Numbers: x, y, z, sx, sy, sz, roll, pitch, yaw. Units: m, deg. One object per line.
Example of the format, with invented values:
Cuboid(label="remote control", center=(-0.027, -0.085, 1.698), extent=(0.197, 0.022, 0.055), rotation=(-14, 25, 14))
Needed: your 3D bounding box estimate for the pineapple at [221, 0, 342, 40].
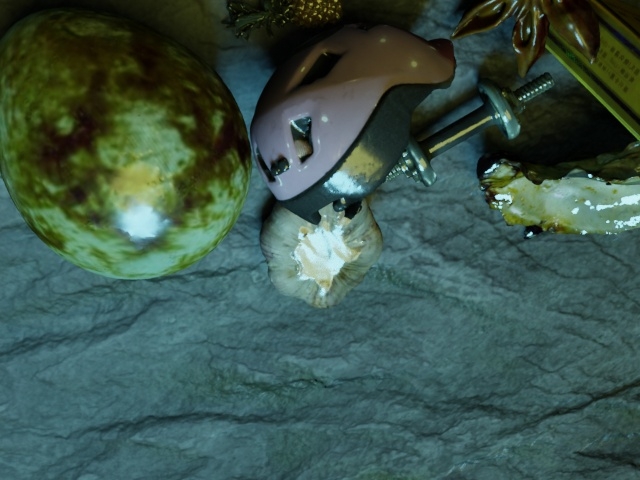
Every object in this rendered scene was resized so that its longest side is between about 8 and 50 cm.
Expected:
Cuboid(label="pineapple", center=(-0.041, -0.244, 1.135), extent=(0.124, 0.058, 0.058), rotation=(-10, 126, -9))

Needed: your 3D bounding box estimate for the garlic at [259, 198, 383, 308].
Cuboid(label="garlic", center=(0.000, 0.000, 1.290), extent=(0.147, 0.102, 0.159), rotation=(4, 111, -7))

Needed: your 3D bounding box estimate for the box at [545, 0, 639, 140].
Cuboid(label="box", center=(0.392, -0.164, 1.191), extent=(0.193, 0.301, 0.084), rotation=(13, 120, -29))

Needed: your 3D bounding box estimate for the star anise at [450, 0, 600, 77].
Cuboid(label="star anise", center=(0.234, -0.277, 1.173), extent=(0.212, 0.111, 0.196), rotation=(-15, 97, 15))

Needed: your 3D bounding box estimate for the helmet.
Cuboid(label="helmet", center=(0.017, -0.141, 1.119), extent=(0.154, 0.253, 0.198), rotation=(32, 146, -23))

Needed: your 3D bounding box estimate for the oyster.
Cuboid(label="oyster", center=(0.373, -0.075, 1.306), extent=(0.361, 0.096, 0.221), rotation=(-4, 168, 23))

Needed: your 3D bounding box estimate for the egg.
Cuboid(label="egg", center=(-0.199, -0.099, 1.063), extent=(0.238, 0.238, 0.289), rotation=(-31, 109, 3))

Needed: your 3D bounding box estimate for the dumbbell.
Cuboid(label="dumbbell", center=(0.161, -0.128, 1.272), extent=(0.254, 0.081, 0.081), rotation=(-29, 128, 3))
